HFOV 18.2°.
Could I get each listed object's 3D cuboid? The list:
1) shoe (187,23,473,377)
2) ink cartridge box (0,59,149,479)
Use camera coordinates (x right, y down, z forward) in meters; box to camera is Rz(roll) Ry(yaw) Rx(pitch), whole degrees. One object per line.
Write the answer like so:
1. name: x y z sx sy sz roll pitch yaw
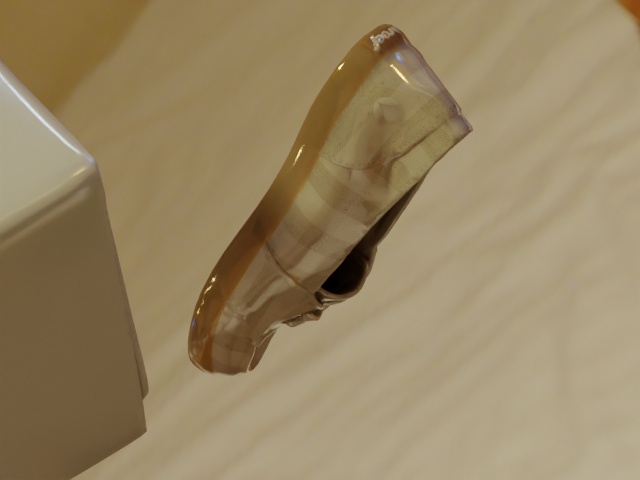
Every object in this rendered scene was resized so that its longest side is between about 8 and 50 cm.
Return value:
1. shoe: 0.000 0.000 0.872 0.076 0.058 0.219 -47 -8 -44
2. ink cartridge box: -0.297 0.031 0.717 0.385 0.160 0.279 -31 56 -22
